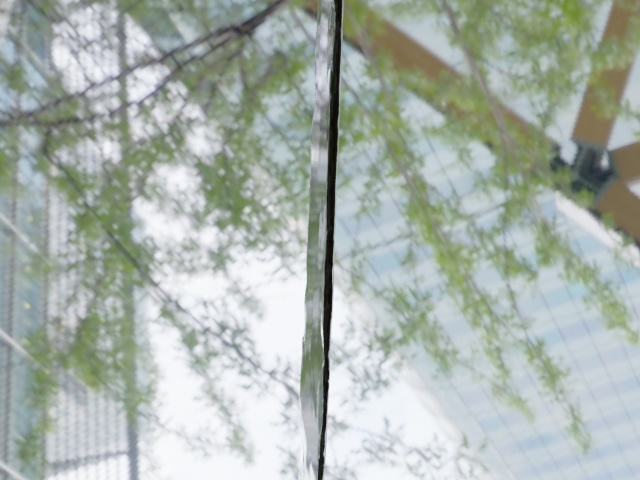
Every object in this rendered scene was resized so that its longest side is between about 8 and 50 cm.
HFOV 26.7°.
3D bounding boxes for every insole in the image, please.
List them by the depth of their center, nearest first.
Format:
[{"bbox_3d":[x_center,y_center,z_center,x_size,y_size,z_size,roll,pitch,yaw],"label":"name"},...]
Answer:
[{"bbox_3d":[0.000,0.000,0.543,0.007,0.111,0.328,1,-83,-6],"label":"insole"}]
